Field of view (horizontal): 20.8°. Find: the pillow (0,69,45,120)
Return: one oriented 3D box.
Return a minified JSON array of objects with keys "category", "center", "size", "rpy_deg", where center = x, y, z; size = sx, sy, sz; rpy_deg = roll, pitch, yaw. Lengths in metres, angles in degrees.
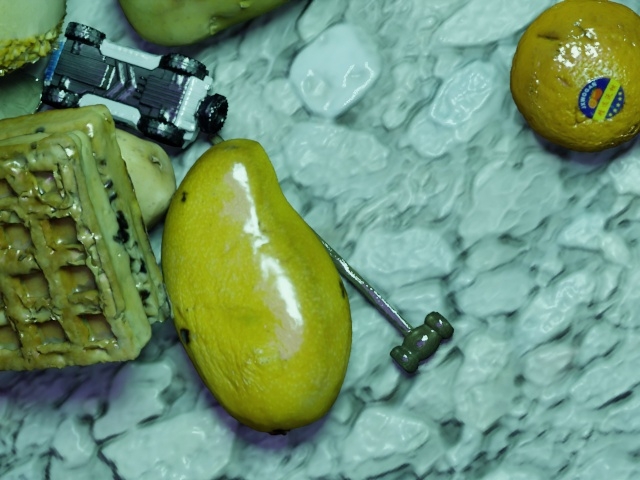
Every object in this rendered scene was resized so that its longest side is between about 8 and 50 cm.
[{"category":"pillow","center":[-0.427,-0.130,1.633],"size":[0.302,0.075,0.185],"rpy_deg":[27,83,8]}]

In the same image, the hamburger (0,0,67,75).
[{"category":"hamburger","center":[-0.362,-0.248,1.542],"size":[0.294,0.276,0.179],"rpy_deg":[13,116,-22]}]

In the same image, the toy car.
[{"category":"toy car","center":[-0.168,-0.138,1.599],"size":[0.171,0.070,0.080],"rpy_deg":[18,85,12]}]

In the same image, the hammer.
[{"category":"hammer","center":[0.000,0.000,1.581],"size":[0.058,0.029,0.292],"rpy_deg":[-45,77,-2]}]

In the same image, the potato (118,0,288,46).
[{"category":"potato","center":[-0.055,-0.289,1.568],"size":[0.300,0.140,0.173],"rpy_deg":[-32,40,2]}]

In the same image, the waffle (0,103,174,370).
[{"category":"waffle","center":[-0.301,0.012,1.515],"size":[0.308,0.091,0.213],"rpy_deg":[-7,112,23]}]

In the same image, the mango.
[{"category":"mango","center":[-0.056,0.043,1.539],"size":[0.157,0.109,0.262],"rpy_deg":[-17,82,22]}]

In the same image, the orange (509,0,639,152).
[{"category":"orange","center":[0.232,-0.148,1.521],"size":[0.136,0.117,0.135],"rpy_deg":[-2,125,-4]}]

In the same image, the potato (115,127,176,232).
[{"category":"potato","center":[-0.217,-0.043,1.575],"size":[0.178,0.118,0.109],"rpy_deg":[-19,44,18]}]
